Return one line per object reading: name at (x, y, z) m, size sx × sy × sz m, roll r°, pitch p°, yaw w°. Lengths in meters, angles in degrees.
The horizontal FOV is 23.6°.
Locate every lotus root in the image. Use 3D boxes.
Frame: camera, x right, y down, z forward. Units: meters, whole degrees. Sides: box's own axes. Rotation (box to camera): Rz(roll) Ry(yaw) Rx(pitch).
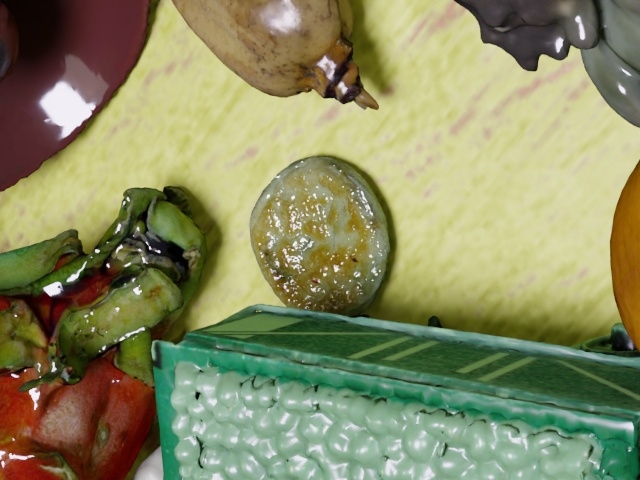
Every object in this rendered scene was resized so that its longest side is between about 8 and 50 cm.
lotus root at (-0.025, -0.112, 0.717) m, size 0.152 × 0.063 × 0.072 m, roll 45°, pitch 136°, yaw 18°

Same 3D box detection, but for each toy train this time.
toy train at (0.065, 0.091, 0.653) m, size 0.269 × 0.154 × 0.115 m, roll 7°, pitch 108°, yaw 31°

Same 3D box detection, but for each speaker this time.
speaker at (-0.252, -0.206, 0.753) m, size 0.329 × 0.198 × 0.259 m, roll 51°, pitch 164°, yaw 18°

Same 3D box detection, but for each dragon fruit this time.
dragon fruit at (-0.175, 0.085, 0.780) m, size 0.198 × 0.200 × 0.269 m, roll 44°, pitch 120°, yaw 14°

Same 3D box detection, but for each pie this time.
pie at (0.001, 0.000, 0.753) m, size 0.084 × 0.021 × 0.084 m, roll 6°, pitch 101°, yaw 33°

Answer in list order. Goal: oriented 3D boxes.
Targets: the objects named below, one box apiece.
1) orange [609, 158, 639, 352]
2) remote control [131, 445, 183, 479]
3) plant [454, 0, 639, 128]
orange at (0.178, 0.004, 0.512) m, size 0.159 × 0.159 × 0.136 m, roll 13°, pitch 66°, yaw 30°
remote control at (-0.012, 0.197, 0.793) m, size 0.230 × 0.049 × 0.090 m, roll 42°, pitch 123°, yaw 16°
plant at (0.107, -0.134, 0.584) m, size 0.194 × 0.132 × 0.129 m, roll 37°, pitch 123°, yaw 13°
